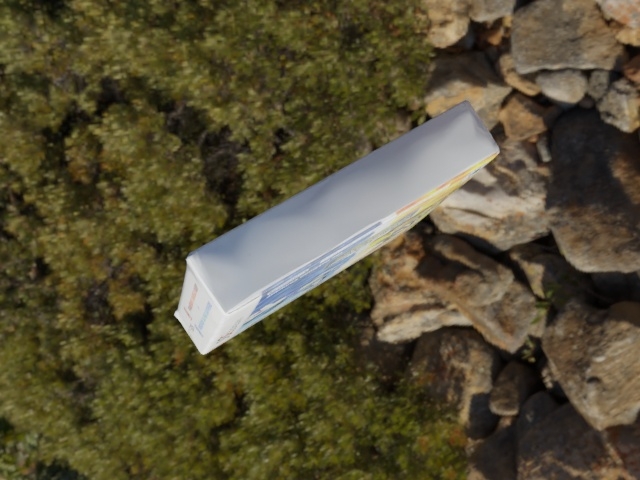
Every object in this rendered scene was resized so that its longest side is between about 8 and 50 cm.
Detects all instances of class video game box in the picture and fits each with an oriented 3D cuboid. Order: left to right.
[{"bbox_3d":[0.000,0.000,0.531,0.048,0.205,0.187,58,162,4],"label":"video game box"}]
